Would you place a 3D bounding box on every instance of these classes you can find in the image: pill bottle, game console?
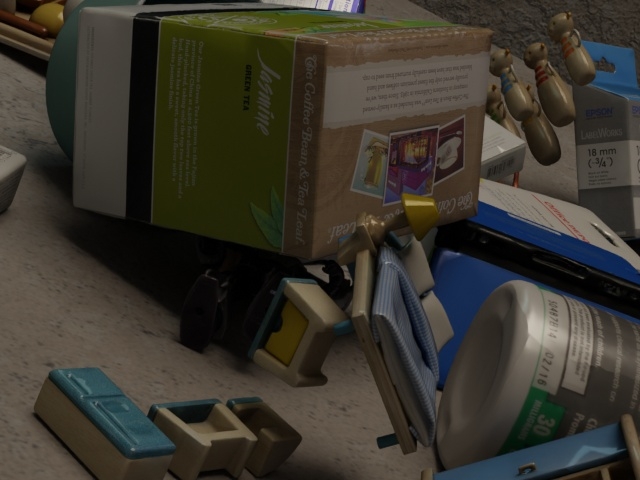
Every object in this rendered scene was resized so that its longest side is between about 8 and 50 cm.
[{"bbox_3d":[0.314,0.190,1.569,0.361,0.204,0.204,20,19,-10],"label":"pill bottle"},{"bbox_3d":[0.236,0.083,1.855,0.293,0.173,0.250,21,13,-13],"label":"game console"}]

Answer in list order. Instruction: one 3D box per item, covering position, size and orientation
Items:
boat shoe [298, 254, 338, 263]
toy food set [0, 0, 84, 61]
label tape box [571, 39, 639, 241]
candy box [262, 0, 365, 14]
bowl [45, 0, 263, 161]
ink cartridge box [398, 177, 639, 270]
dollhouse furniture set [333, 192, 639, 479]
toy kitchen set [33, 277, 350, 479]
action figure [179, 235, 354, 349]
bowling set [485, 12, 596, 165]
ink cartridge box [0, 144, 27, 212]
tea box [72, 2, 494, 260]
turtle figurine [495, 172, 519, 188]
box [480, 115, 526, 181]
[{"bbox_3d":[0.000,0.000,1.951,0.040,0.049,0.142,36,24,33],"label":"boat shoe"},{"bbox_3d":[-0.378,-0.347,2.251,0.306,0.092,0.220,23,31,19],"label":"toy food set"},{"bbox_3d":[0.515,-0.165,2.609,0.106,0.334,0.240,-5,-2,38],"label":"label tape box"},{"bbox_3d":[-0.105,-0.254,2.083,0.317,0.122,0.268,13,-27,4],"label":"candy box"},{"bbox_3d":[-0.203,-0.181,1.874,0.163,0.312,0.311,12,9,34],"label":"bowl"},{"bbox_3d":[0.244,0.013,2.107,0.353,0.119,0.207,13,23,-29],"label":"ink cartridge box"},{"bbox_3d":[0.140,0.123,1.296,0.198,0.303,0.286,-18,16,9],"label":"dollhouse furniture set"},{"bbox_3d":[-0.103,0.103,1.343,0.122,0.166,0.207,38,22,35],"label":"toy kitchen set"},{"bbox_3d":[-0.058,0.043,1.684,0.185,0.099,0.285,13,13,6],"label":"action figure"},{"bbox_3d":[0.301,-0.238,2.524,0.199,0.287,0.154,-10,60,-18],"label":"bowling set"},{"bbox_3d":[-0.458,-0.078,1.560,0.261,0.066,0.296,25,18,2],"label":"ink cartridge box"},{"bbox_3d":[-0.036,-0.131,1.697,0.323,0.220,0.329,13,15,32],"label":"tea box"},{"bbox_3d":[0.194,-0.170,2.585,0.217,0.087,0.269,13,40,-37],"label":"turtle figurine"},{"bbox_3d":[0.115,-0.165,2.394,0.232,0.058,0.322,-24,44,-32],"label":"box"}]
